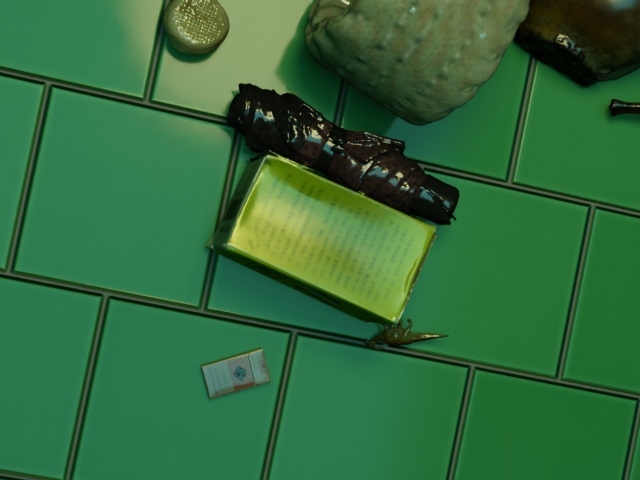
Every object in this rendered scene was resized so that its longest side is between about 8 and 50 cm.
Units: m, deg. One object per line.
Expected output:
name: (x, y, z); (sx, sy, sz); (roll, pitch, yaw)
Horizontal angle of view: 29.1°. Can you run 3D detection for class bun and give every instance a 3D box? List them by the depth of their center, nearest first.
bun: (-0.162, -0.276, 1.578); (0.086, 0.055, 0.086); (3, 82, -23)

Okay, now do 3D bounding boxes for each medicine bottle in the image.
medicine bottle: (0.000, 0.000, 1.566); (0.250, 0.137, 0.141); (24, 86, -11)

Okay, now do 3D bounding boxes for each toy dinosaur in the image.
toy dinosaur: (0.112, 0.120, 1.643); (0.113, 0.026, 0.041); (-9, 99, -1)

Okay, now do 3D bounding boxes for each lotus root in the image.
lotus root: (0.380, -0.347, 1.635); (0.267, 0.149, 0.260); (43, 82, -5)

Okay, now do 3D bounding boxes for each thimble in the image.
thimble: (0.125, -0.303, 1.518); (0.195, 0.291, 0.291); (31, 85, -17)

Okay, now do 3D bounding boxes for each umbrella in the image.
umbrella: (0.033, -0.108, 1.587); (0.326, 0.094, 0.090); (24, 64, -4)

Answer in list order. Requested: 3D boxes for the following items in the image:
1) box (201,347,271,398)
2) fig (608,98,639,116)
box: (-0.110, 0.174, 1.609); (0.083, 0.012, 0.046); (-15, 92, -9)
fig: (0.525, -0.221, 1.672); (0.274, 0.145, 0.170); (-22, 95, 1)
